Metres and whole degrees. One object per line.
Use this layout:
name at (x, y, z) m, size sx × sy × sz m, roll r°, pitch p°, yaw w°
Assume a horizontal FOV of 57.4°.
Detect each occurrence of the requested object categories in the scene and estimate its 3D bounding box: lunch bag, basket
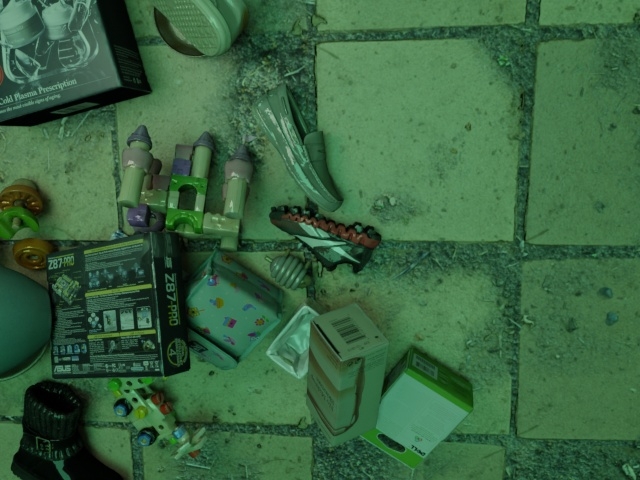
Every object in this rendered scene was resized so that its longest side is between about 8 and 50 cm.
lunch bag at (-0.253, 0.188, 1.428) m, size 0.223 × 0.160 × 0.262 m, roll 36°, pitch 111°, yaw -20°
basket at (-0.039, 0.237, 1.451) m, size 0.113 × 0.103 × 0.167 m, roll 38°, pitch 103°, yaw -2°

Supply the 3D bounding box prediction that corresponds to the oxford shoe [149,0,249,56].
oxford shoe at (-0.322, -0.595, 1.280) m, size 0.130 × 0.169 × 0.449 m, roll -40°, pitch 86°, yaw -30°

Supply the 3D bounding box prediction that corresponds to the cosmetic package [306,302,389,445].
cosmetic package at (0.055, 0.314, 1.361) m, size 0.129 × 0.153 × 0.296 m, roll -16°, pitch 129°, yaw -25°

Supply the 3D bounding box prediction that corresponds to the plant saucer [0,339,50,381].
plant saucer at (-0.842, 0.226, 1.518) m, size 0.278 × 0.041 × 0.277 m, roll 1°, pitch 86°, yaw -14°

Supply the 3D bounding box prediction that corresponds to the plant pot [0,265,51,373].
plant pot at (-0.761, 0.188, 1.399) m, size 0.195 × 0.290 × 0.290 m, roll -1°, pitch 104°, yaw -35°

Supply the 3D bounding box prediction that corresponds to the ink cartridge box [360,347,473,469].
ink cartridge box at (0.231, 0.424, 1.467) m, size 0.189 × 0.097 × 0.255 m, roll 32°, pitch 117°, yaw -1°

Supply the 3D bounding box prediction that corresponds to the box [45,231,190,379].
box at (-0.489, 0.161, 1.378) m, size 0.395 × 0.097 × 0.318 m, roll -10°, pitch 85°, yaw 32°

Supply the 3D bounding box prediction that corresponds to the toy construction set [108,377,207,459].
toy construction set at (-0.417, 0.417, 1.507) m, size 0.215 × 0.151 × 0.327 m, roll -33°, pitch 84°, yaw 16°

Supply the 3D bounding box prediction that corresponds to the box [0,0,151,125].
box at (-0.617, -0.454, 1.340) m, size 0.343 × 0.179 × 0.312 m, roll -14°, pitch 98°, yaw 8°

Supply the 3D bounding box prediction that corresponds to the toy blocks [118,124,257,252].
toy blocks at (-0.304, -0.141, 1.376) m, size 0.289 × 0.309 × 0.260 m, roll 6°, pitch 69°, yaw -7°

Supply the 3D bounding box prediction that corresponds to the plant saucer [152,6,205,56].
plant saucer at (-0.290, -0.529, 1.364) m, size 0.199 × 0.036 × 0.198 m, roll 1°, pitch 101°, yaw 7°

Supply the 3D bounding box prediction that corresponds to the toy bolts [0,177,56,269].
toy bolts at (-0.797, -0.039, 1.489) m, size 0.229 × 0.158 × 0.218 m, roll -13°, pitch 140°, yaw -2°

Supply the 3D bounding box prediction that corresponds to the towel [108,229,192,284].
towel at (-0.455, 0.129, 1.510) m, size 0.285 × 0.034 × 0.209 m, roll 32°, pitch 103°, yaw -1°

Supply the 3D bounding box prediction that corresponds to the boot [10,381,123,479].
boot at (-0.655, 0.551, 1.562) m, size 0.348 × 0.131 × 0.260 m, roll 21°, pitch 102°, yaw 2°

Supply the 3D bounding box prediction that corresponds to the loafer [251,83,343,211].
loafer at (-0.036, -0.213, 1.360) m, size 0.111 × 0.112 × 0.319 m, roll -33°, pitch 95°, yaw 19°

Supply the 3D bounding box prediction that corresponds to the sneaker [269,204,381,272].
sneaker at (0.000, 0.000, 1.404) m, size 0.276 × 0.097 × 0.135 m, roll 18°, pitch 100°, yaw 1°

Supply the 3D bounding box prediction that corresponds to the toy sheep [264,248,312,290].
toy sheep at (-0.078, 0.073, 1.435) m, size 0.132 × 0.091 × 0.091 m, roll 30°, pitch 102°, yaw 3°
